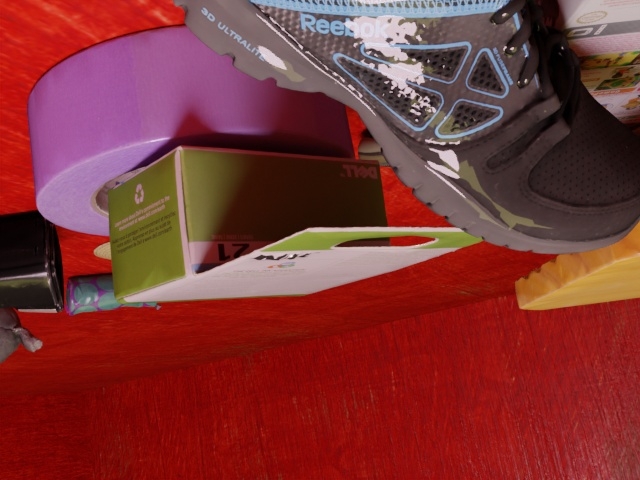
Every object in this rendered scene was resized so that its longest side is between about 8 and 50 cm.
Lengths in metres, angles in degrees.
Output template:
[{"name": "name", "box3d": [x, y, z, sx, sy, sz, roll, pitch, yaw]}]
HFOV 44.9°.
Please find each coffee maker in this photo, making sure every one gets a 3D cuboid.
[{"name": "coffee maker", "box3d": [-0.394, 0.032, 0.889, 0.178, 0.120, 0.171, -8, 166, -11]}]

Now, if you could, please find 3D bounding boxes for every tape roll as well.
[{"name": "tape roll", "box3d": [-0.111, -0.082, 0.685, 0.275, 0.090, 0.275, -9, 166, -2]}]

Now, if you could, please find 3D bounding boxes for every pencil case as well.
[{"name": "pencil case", "box3d": [-0.346, 0.088, 1.291, 0.152, 0.064, 0.070, -4, 149, -24]}]

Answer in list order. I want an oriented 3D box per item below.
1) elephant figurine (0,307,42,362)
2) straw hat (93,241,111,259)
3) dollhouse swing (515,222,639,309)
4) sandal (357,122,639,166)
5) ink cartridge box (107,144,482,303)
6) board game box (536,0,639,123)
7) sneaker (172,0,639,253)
[{"name": "elephant figurine", "box3d": [-0.555, 0.110, 1.072, 0.186, 0.169, 0.239, -41, 144, 7]}, {"name": "straw hat", "box3d": [-0.260, 0.037, 1.146, 0.145, 0.061, 0.144, -10, 168, -2]}, {"name": "dollhouse swing", "box3d": [0.364, -0.089, 0.699, 0.305, 0.315, 0.347, 8, 166, -2]}, {"name": "sandal", "box3d": [0.176, -0.119, 0.782, 0.303, 0.086, 0.120, 0, 178, 26]}, {"name": "ink cartridge box", "box3d": [-0.017, -0.021, 0.568, 0.189, 0.097, 0.255, 0, 167, -38]}, {"name": "board game box", "box3d": [0.243, -0.175, 0.541, 0.224, 0.097, 0.303, -7, 166, -9]}, {"name": "sneaker", "box3d": [0.084, -0.103, 0.439, 0.341, 0.125, 0.140, 27, 142, -20]}]
